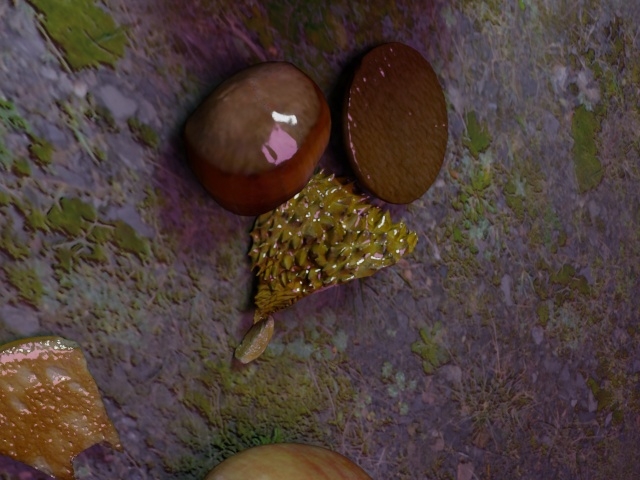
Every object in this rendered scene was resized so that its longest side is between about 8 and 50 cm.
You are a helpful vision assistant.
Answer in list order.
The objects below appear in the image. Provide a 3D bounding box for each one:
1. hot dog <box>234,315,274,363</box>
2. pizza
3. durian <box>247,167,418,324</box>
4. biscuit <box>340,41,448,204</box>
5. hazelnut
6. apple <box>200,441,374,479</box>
[{"bbox_3d":[-0.099,0.159,1.123,0.034,0.030,0.090,42,79,-38],"label":"hot dog"},{"bbox_3d":[-0.365,0.230,0.953,0.181,0.034,0.262,-48,126,-13],"label":"pizza"},{"bbox_3d":[0.007,-0.013,1.108,0.305,0.185,0.196,-19,92,-21],"label":"durian"},{"bbox_3d":[0.120,-0.187,1.137,0.261,0.037,0.262,-5,97,-44],"label":"biscuit"},{"bbox_3d":[-0.079,-0.131,0.958,0.214,0.176,0.214,-33,150,-22],"label":"hazelnut"},{"bbox_3d":[-0.045,0.507,1.080,0.391,0.346,0.392,-8,104,-36],"label":"apple"}]
